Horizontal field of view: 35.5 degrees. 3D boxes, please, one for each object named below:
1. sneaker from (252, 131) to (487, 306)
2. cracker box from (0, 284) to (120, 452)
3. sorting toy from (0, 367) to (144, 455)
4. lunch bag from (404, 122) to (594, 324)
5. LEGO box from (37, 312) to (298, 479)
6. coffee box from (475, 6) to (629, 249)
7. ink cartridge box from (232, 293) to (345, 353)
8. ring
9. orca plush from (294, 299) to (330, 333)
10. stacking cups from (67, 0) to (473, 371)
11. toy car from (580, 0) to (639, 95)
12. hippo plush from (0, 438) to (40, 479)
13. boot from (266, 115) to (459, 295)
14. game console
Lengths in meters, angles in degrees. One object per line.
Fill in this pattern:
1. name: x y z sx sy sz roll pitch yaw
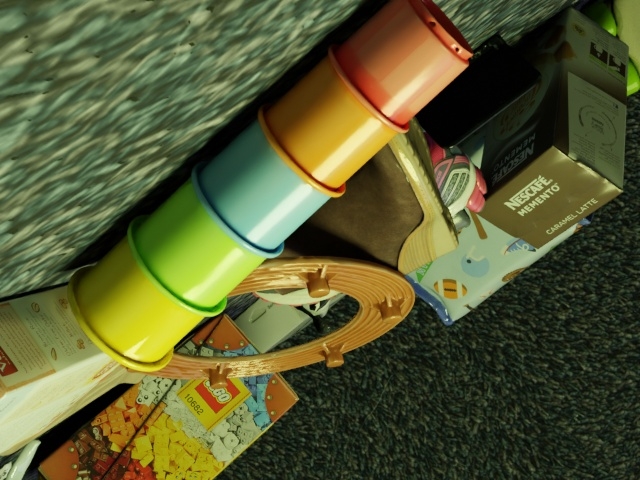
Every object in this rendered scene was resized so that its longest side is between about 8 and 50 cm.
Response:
1. sneaker: 0.031 -0.031 1.124 0.299 0.121 0.112 -30 142 19
2. cracker box: -0.234 0.105 0.731 0.155 0.067 0.232 -39 175 15
3. sorting toy: -0.282 0.172 1.184 0.208 0.038 0.193 -27 170 -37
4. lunch bag: 0.303 -0.090 1.662 0.328 0.239 0.385 -41 -171 36
5. LEGO box: -0.286 0.362 1.741 0.372 0.193 0.500 -40 176 -23
6. coffee box: 0.270 -0.132 1.157 0.141 0.098 0.247 -44 -158 46
7. ink cartridge box: -0.056 0.129 1.924 0.153 0.087 0.208 -41 172 31
8. ring: -0.063 0.099 1.066 0.336 0.032 0.337 -10 156 -4
9. orca plush: -0.034 0.073 1.519 0.102 0.151 0.287 0 -173 -6
10. stacking cups: -0.040 -0.044 0.670 0.316 0.096 0.096 -44 172 21
11. toy car: 0.427 -0.280 1.339 0.155 0.149 0.188 -25 -173 5
12. hippo plush: -0.486 0.481 1.396 0.294 0.237 0.234 -30 171 -48
13. boot: 0.014 -0.029 0.971 0.206 0.090 0.248 -14 144 11
14. game console: 0.153 -0.145 1.028 0.122 0.071 0.107 -36 174 0
